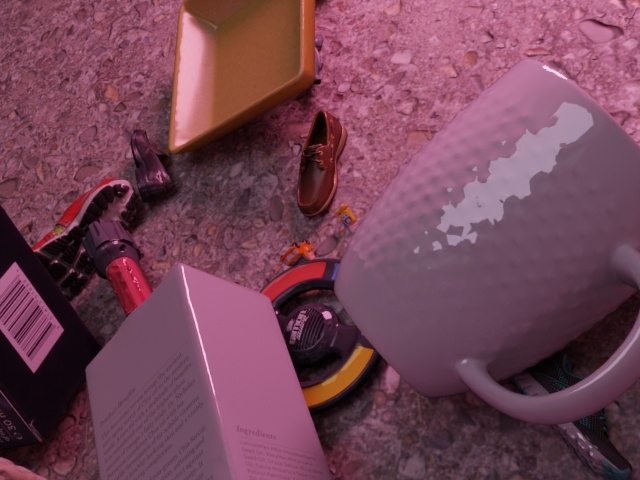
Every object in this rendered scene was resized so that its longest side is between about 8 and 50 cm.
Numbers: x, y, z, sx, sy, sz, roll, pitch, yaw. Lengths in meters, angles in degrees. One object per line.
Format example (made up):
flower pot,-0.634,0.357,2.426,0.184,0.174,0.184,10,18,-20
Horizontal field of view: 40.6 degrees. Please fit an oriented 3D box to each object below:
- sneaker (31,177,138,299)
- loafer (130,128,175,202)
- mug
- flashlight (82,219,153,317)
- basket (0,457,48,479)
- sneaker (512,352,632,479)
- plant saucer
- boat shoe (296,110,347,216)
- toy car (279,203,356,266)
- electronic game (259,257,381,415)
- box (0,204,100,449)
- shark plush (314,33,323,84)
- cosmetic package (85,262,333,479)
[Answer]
sneaker,-0.425,0.003,1.489,0.279,0.107,0.118,-45,29,-7
loafer,-0.295,-0.136,1.522,0.061,0.062,0.170,-15,52,-6
mug,0.207,0.034,0.934,0.328,0.276,0.374,-41,40,5
flashlight,-0.287,0.083,1.318,0.304,0.103,0.103,54,127,38
basket,-0.506,0.380,0.954,0.266,0.331,0.328,-12,53,24
sneaker,0.283,0.183,0.936,0.076,0.065,0.166,-38,49,-2
plant saucer,-0.118,-0.329,1.461,0.333,0.081,0.332,-23,57,40
boat shoe,-0.007,-0.120,1.324,0.064,0.060,0.178,-4,57,29
toy car,0.000,0.000,1.242,0.122,0.060,0.040,-42,79,8
electronic game,-0.015,0.126,1.163,0.229,0.048,0.229,-15,54,22
box,-0.596,0.156,1.300,0.396,0.293,0.212,-14,30,24
shark plush,-0.035,-0.312,1.470,0.073,0.067,0.161,-21,50,17
cosmetic package,-0.128,0.275,1.011,0.230,0.161,0.453,-45,44,24
